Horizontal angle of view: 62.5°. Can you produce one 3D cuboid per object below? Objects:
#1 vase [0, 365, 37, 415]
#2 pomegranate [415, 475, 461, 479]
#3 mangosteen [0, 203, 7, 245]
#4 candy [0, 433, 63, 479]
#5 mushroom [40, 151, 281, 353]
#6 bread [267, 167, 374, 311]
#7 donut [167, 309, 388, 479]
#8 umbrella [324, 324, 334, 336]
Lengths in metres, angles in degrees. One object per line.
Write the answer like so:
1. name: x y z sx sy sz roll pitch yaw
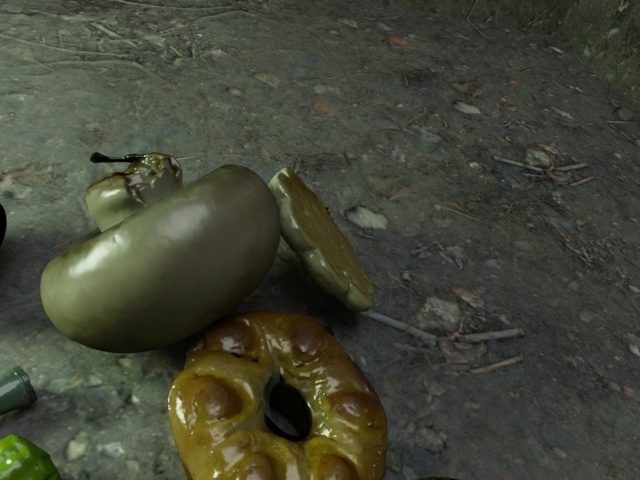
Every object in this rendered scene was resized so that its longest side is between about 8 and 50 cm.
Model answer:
1. vase: -0.474 0.233 0.655 0.086 0.086 0.214 39 41 22
2. pomegranate: 0.142 0.416 0.590 0.222 0.204 0.276 27 60 21
3. mangosteen: -0.605 -0.009 0.781 0.243 0.243 0.243 10 42 -9
4. candy: -0.400 0.315 0.583 0.097 0.096 0.209 35 52 18
5. mushroom: -0.243 -0.009 0.782 0.362 0.362 0.294 -37 107 -43
6. bread: 0.000 0.000 0.971 0.316 0.054 0.316 52 14 -18
7. donut: -0.057 0.248 0.727 0.299 0.150 0.317 14 41 -4
8. umbrella: 0.004 0.178 0.923 0.032 0.020 0.083 19 47 2
